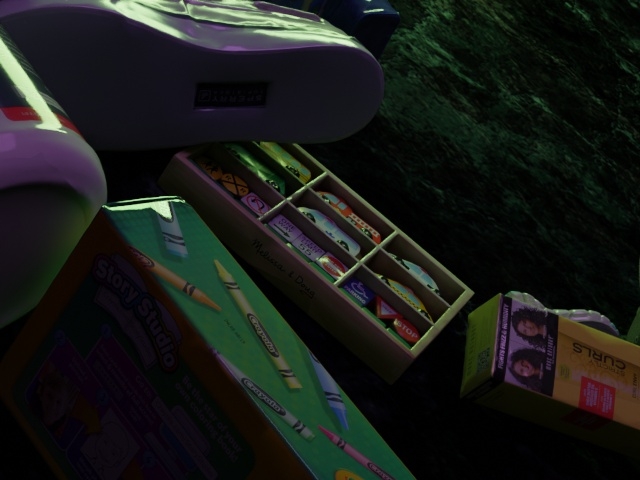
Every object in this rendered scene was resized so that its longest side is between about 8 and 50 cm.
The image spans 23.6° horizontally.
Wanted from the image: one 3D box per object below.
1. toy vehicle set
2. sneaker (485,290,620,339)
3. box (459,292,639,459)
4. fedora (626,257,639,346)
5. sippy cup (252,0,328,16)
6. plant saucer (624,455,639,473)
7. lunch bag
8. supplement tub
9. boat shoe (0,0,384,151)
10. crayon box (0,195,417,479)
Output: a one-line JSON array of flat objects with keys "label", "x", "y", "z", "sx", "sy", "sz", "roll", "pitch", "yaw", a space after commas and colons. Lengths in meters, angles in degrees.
[{"label": "toy vehicle set", "x": 0.000, "y": 0.000, "z": 1.351, "sx": 0.267, "sy": 0.035, "sz": 0.166, "roll": 40, "pitch": 29, "yaw": 6}, {"label": "sneaker", "x": 0.219, "y": 0.103, "z": 1.437, "sx": 0.167, "sy": 0.065, "sz": 0.076, "roll": 13, "pitch": 53, "yaw": -32}, {"label": "box", "x": 0.238, "y": 0.129, "z": 1.358, "sx": 0.232, "sy": 0.058, "sz": 0.087, "roll": 22, "pitch": 58, "yaw": -19}, {"label": "fedora", "x": 0.396, "y": 0.104, "z": 1.547, "sx": 0.244, "sy": 0.124, "sz": 0.275, "roll": 28, "pitch": 38, "yaw": -13}, {"label": "sippy cup", "x": -0.067, "y": -0.306, "z": 1.531, "sx": 0.240, "sy": 0.224, "sz": 0.305, "roll": 27, "pitch": 31, "yaw": -18}, {"label": "plant saucer", "x": 0.313, "y": 0.206, "z": 1.418, "sx": 0.192, "sy": 0.018, "sz": 0.067, "roll": 48, "pitch": 31, "yaw": 20}, {"label": "lunch bag", "x": 0.035, "y": -0.237, "z": 1.675, "sx": 0.067, "sy": 0.098, "sz": 0.065, "roll": -3, "pitch": 45, "yaw": -43}, {"label": "supplement tub", "x": -0.280, "y": -0.080, "z": 0.991, "sx": 0.191, "sy": 0.191, "sz": 0.272, "roll": -4, "pitch": 49, "yaw": -51}, {"label": "boat shoe", "x": -0.135, "y": -0.170, "z": 1.317, "sx": 0.367, "sy": 0.135, "sz": 0.156, "roll": -1, "pitch": 32, "yaw": -23}, {"label": "crayon box", "x": -0.072, "y": 0.127, "z": 0.947, "sx": 0.278, "sy": 0.165, "sz": 0.081, "roll": 50, "pitch": 31, "yaw": 21}]
